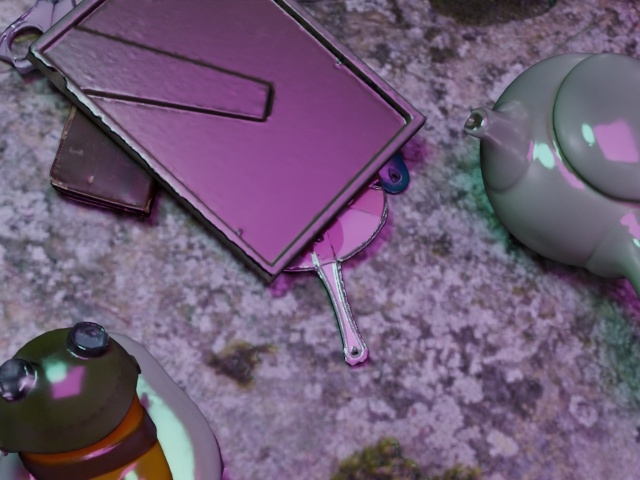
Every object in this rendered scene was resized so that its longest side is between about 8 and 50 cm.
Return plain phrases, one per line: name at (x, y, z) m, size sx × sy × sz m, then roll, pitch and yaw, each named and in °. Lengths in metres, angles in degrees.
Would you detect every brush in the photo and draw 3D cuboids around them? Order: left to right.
brush at (0.013, -0.120, 0.986) m, size 0.043 × 0.032 × 0.193 m, roll -40°, pitch 92°, yaw -15°

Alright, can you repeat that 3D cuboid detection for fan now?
fan at (0.000, 0.000, 0.931) m, size 0.153 × 0.008 × 0.226 m, roll -17°, pitch 76°, yaw -9°

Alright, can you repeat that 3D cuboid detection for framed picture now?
framed picture at (-0.079, -0.133, 0.935) m, size 0.289 × 0.020 × 0.211 m, roll 43°, pitch 70°, yaw 2°

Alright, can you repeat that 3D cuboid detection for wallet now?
wallet at (-0.171, -0.107, 0.939) m, size 0.095 × 0.026 × 0.176 m, roll 16°, pitch 64°, yaw -9°

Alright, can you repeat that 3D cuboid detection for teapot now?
teapot at (0.278, -0.033, 0.939) m, size 0.220 × 0.149 × 0.318 m, roll -34°, pitch 77°, yaw -22°

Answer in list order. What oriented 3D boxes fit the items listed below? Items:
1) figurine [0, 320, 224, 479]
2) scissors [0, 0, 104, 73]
figurine at (-0.151, 0.154, 0.751) m, size 0.167 × 0.141 × 0.250 m, roll -23°, pitch 66°, yaw -16°
scissors at (-0.240, -0.230, 0.976) m, size 0.100 × 0.015 × 0.189 m, roll -4°, pitch 63°, yaw 3°
